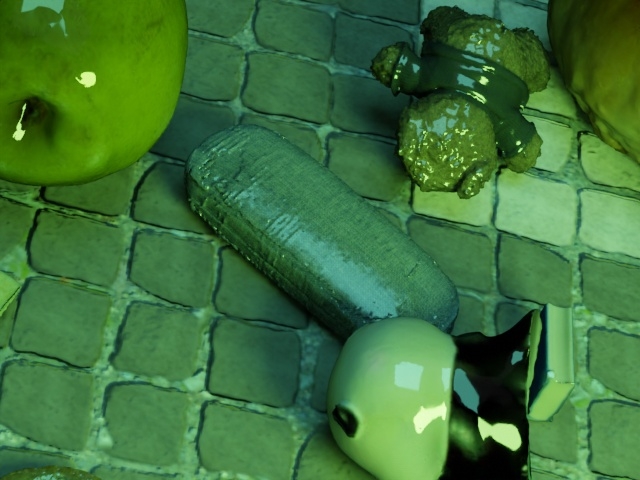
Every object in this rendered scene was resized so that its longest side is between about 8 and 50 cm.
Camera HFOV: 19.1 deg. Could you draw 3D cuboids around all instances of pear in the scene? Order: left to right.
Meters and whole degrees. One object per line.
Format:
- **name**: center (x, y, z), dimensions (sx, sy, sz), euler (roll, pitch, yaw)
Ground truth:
- **pear**: center (-0.231, -0.185, 1.635), dimensions (0.253, 0.253, 0.307), euler (16, 40, -4)

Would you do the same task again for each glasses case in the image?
- **glasses case**: center (0.000, 0.000, 1.667), dimensions (0.282, 0.067, 0.109), euler (41, 55, 14)

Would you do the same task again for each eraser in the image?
- **eraser**: center (0.196, 0.106, 1.643), dimensions (0.027, 0.063, 0.085), euler (13, 49, -10)

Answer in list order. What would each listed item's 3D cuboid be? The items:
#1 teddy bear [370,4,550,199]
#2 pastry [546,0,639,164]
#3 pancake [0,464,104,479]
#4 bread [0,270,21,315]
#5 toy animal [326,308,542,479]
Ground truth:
- **teddy bear**: center (0.138, -0.151, 1.797), dimensions (0.182, 0.129, 0.251), euler (20, 47, 2)
- **pastry**: center (0.424, -0.220, 1.861), dimensions (0.409, 0.245, 0.409), euler (5, 50, -6)
- **pancake**: center (-0.200, 0.237, 1.429), dimensions (0.158, 0.028, 0.158), euler (7, 51, -9)
- **bread**: center (-0.334, 0.073, 1.512), dimensions (0.112, 0.036, 0.193), euler (34, 50, -2)
- **toy animal**: center (0.094, 0.128, 1.550), dimensions (0.179, 0.138, 0.166), euler (5, 45, -4)
